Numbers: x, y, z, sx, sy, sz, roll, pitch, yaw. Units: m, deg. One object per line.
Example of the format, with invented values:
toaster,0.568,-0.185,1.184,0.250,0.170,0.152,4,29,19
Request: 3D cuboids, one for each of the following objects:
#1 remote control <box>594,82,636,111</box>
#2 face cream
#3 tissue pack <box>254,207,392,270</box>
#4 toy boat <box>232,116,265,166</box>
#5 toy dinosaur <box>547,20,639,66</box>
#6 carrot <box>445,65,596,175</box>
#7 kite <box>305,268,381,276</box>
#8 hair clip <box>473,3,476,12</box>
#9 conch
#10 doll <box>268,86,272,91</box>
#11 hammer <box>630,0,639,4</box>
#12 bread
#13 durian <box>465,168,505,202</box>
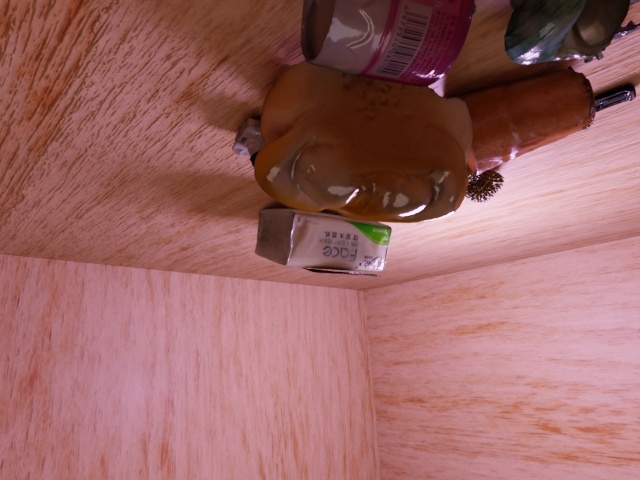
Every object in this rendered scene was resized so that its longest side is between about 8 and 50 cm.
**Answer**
remote control,0.637,-0.318,0.999,0.212,0.028,0.059,-18,160,40
face cream,0.086,-0.323,0.586,0.195,0.175,0.175,3,163,-21
tissue pack,0.000,0.000,1.535,0.405,0.205,0.332,7,-177,-29
toy boat,-0.079,-0.212,1.029,0.270,0.140,0.141,21,155,-25
toy dinosaur,0.506,-0.365,0.742,0.082,0.039,0.209,9,171,-29
carrot,0.425,-0.276,0.904,0.254,0.195,0.196,-21,160,16
kite,0.061,0.113,1.494,0.336,0.011,0.314,4,178,35
hair clip,0.153,-0.362,0.718,0.229,0.036,0.066,-9,170,19
conch,0.373,-0.356,0.644,0.188,0.121,0.176,10,138,-46
doll,-0.058,-0.283,0.896,0.106,0.062,0.162,-24,158,7
hammer,0.504,-0.398,0.696,0.053,0.031,0.083,-4,175,12
bread,0.093,-0.178,0.798,0.424,0.245,0.328,10,138,-13
durian,0.512,-0.181,1.332,0.147,0.102,0.208,-11,160,43
